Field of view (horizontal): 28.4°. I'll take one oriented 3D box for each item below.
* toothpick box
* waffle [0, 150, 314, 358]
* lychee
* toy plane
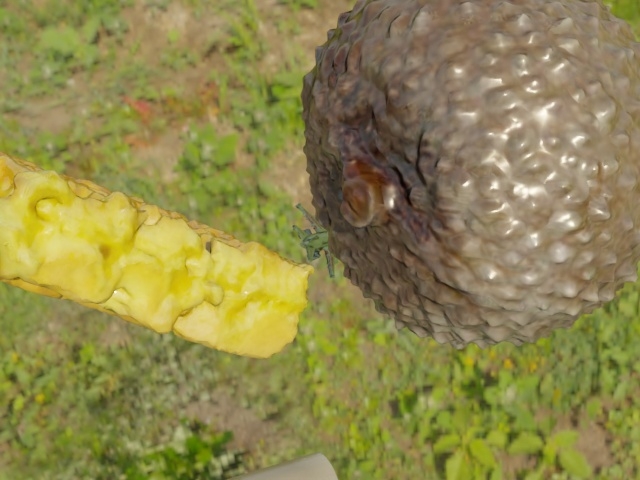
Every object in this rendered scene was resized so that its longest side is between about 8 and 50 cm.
[{"bbox_3d":[-0.070,0.380,1.817,0.180,0.111,0.111,-14,42,-23],"label":"toothpick box"},{"bbox_3d":[-0.153,-0.014,0.619,0.229,0.219,0.057,19,89,46],"label":"waffle"},{"bbox_3d":[0.126,-0.061,0.936,0.300,0.300,0.300,-4,43,4],"label":"lychee"},{"bbox_3d":[0.000,0.000,1.579,0.040,0.102,0.111,-24,-7,22],"label":"toy plane"}]
